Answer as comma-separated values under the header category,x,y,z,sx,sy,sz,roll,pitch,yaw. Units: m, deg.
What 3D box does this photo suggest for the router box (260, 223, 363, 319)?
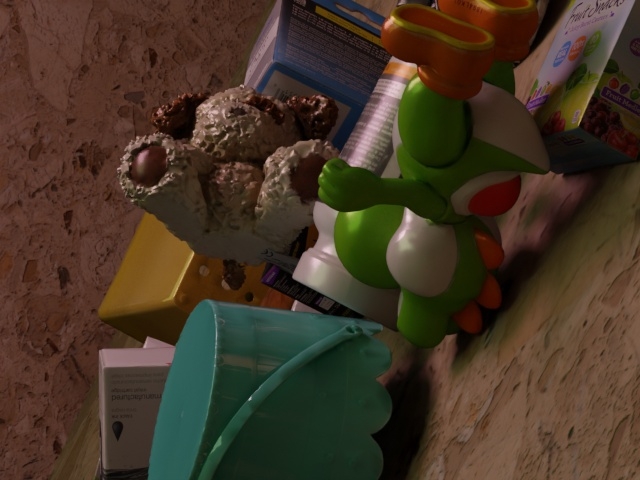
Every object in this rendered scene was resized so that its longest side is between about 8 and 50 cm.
category,x,y,z,sx,sy,sz,roll,pitch,yaw
router box,0.008,0.008,2.005,0.046,0.133,0.179,-51,17,43

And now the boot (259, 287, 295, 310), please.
category,x,y,z,sx,sy,sz,roll,pitch,yaw
boot,0.000,0.000,2.245,0.280,0.096,0.264,125,160,-60

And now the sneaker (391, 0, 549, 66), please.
category,x,y,z,sx,sy,sz,roll,pitch,yaw
sneaker,0.164,-0.264,1.919,0.293,0.146,0.102,-39,26,62

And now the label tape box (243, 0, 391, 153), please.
category,x,y,z,sx,sy,sz,roll,pitch,yaw
label tape box,0.029,-0.213,2.143,0.106,0.240,0.333,-58,12,26

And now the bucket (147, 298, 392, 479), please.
category,x,y,z,sx,sy,sz,roll,pitch,yaw
bucket,-0.058,0.196,1.640,0.281,0.183,0.281,-167,90,-75

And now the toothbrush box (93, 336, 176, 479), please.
category,x,y,z,sx,sy,sz,roll,pitch,yaw
toothbrush box,-0.249,0.303,2.327,0.283,0.122,0.206,111,178,-57

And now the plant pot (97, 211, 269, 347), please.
category,x,y,z,sx,sy,sz,roll,pitch,yaw
plant pot,-0.190,0.075,2.548,0.187,0.212,0.212,-7,55,59

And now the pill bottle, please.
category,x,y,z,sx,sy,sz,roll,pitch,yaw
pill bottle,0.090,-0.053,1.735,0.278,0.162,0.162,-62,12,-1

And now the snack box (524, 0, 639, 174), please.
category,x,y,z,sx,sy,sz,roll,pitch,yaw
snack box,0.269,-0.171,1.483,0.207,0.070,0.174,-64,13,-10

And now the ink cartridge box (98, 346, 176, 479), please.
category,x,y,z,sx,sy,sz,roll,pitch,yaw
ink cartridge box,-0.187,0.257,1.985,0.100,0.172,0.237,-136,46,-76

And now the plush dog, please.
category,x,y,z,sx,sy,sz,roll,pitch,yaw
plush dog,-0.092,-0.087,1.905,0.210,0.262,0.225,85,-170,-53

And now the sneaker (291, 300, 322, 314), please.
category,x,y,z,sx,sy,sz,roll,pitch,yaw
sneaker,-0.038,0.171,2.028,0.212,0.080,0.094,-63,-2,-30

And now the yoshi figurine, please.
category,x,y,z,sx,sy,sz,roll,pitch,yaw
yoshi figurine,0.089,-0.070,1.526,0.203,0.203,0.362,-103,16,-56
